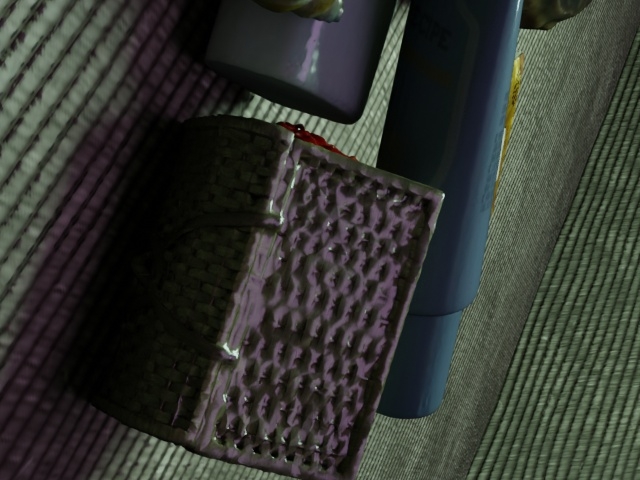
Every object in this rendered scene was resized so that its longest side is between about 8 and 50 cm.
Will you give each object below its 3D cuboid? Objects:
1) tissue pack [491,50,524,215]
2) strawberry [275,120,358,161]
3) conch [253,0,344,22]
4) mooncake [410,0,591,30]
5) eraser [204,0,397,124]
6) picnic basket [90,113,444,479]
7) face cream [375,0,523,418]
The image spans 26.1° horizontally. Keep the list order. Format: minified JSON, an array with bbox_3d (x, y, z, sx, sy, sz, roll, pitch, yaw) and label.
[{"bbox_3d":[0.148,-0.098,1.503,0.183,0.092,0.226,-32,134,-66],"label":"tissue pack"},{"bbox_3d":[0.000,0.000,1.056,0.236,0.111,0.190,-48,148,-58],"label":"strawberry"},{"bbox_3d":[-0.041,-0.200,0.739,0.116,0.106,0.173,-89,177,-79],"label":"conch"},{"bbox_3d":[0.183,-0.329,1.247,0.290,0.161,0.290,-52,151,-45],"label":"mooncake"},{"bbox_3d":[0.019,-0.231,0.901,0.189,0.104,0.290,13,94,-81],"label":"eraser"},{"bbox_3d":[-0.042,0.034,0.857,0.134,0.154,0.196,11,-96,65],"label":"picnic basket"},{"bbox_3d":[0.079,-0.058,0.927,0.135,0.086,0.385,-123,-143,-58],"label":"face cream"}]
